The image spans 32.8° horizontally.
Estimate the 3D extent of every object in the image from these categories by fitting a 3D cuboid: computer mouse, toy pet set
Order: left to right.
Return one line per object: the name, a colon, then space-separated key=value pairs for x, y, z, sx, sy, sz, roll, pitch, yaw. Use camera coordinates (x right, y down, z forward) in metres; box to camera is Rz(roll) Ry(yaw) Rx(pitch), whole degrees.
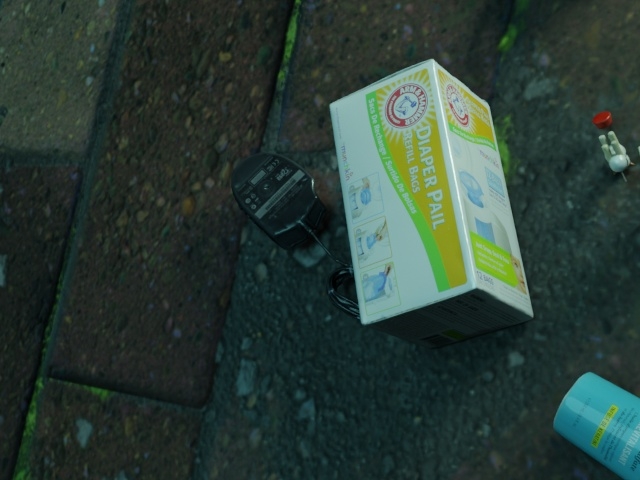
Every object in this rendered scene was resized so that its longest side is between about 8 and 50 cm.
computer mouse: x=0.000 y=0.000 z=1.007 sx=0.071 sy=0.041 sz=0.242 roll=-42 pitch=60 yaw=-3
toy pet set: x=0.280 y=-0.068 z=0.827 sx=0.122 sy=0.065 sz=0.114 roll=-24 pitch=29 yaw=24

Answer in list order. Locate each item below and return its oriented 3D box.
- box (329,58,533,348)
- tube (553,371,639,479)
box: x=0.090 y=-0.028 z=0.899 sx=0.103 sy=0.114 sz=0.203 roll=-21 pitch=64 yaw=28
tube: x=0.265 y=0.167 z=0.764 sx=0.207 sy=0.052 sz=0.080 roll=31 pitch=104 yaw=31
